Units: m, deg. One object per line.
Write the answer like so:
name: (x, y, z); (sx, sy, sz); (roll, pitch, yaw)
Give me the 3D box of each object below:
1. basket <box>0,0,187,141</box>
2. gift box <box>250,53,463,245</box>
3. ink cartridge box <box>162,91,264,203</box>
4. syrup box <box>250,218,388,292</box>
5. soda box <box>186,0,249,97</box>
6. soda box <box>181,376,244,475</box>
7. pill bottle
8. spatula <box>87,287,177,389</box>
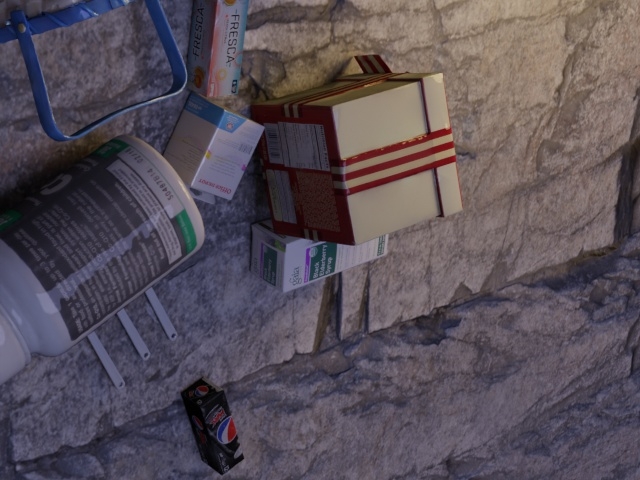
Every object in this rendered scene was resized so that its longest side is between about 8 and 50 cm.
basket: (-0.293, -0.294, 1.772); (0.255, 0.201, 0.289); (-32, 107, -50)
gift box: (0.056, -0.149, 2.201); (0.258, 0.276, 0.255); (-19, 111, -33)
ink cartridge box: (-0.169, -0.133, 2.095); (0.092, 0.090, 0.143); (20, 98, -48)
syrup box: (0.000, 0.000, 2.333); (0.237, 0.096, 0.093); (-20, 125, -38)
soda box: (-0.151, -0.306, 2.042); (0.063, 0.058, 0.183); (-11, 120, -41)
soda box: (-0.182, 0.315, 2.354); (0.053, 0.060, 0.169); (-35, 132, -27)
pill bottle: (-0.355, 0.030, 1.917); (0.361, 0.204, 0.204); (-38, 134, -24)
spatula: (-0.312, 0.114, 2.150); (0.168, 0.019, 0.242); (-45, 137, -25)
